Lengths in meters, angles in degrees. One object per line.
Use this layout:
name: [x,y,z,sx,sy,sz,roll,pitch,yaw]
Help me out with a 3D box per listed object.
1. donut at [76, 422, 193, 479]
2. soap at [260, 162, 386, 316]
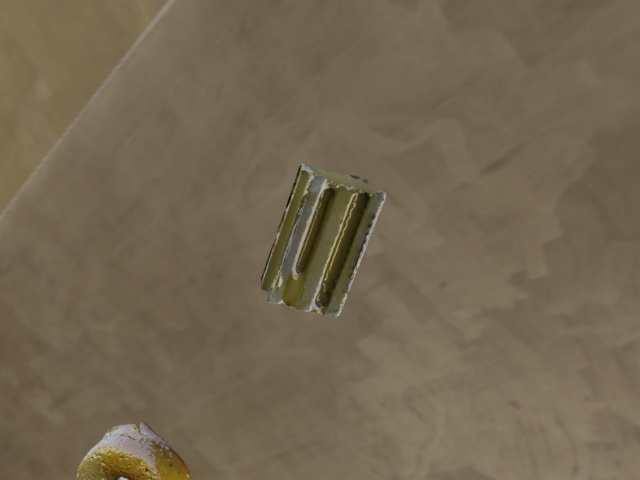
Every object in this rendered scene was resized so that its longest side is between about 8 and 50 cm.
donut: [-0.273,0.364,1.386,0.174,0.074,0.190,-43,-100,21]
soap: [0.000,0.001,1.555,0.135,0.076,0.233,13,-69,-21]
